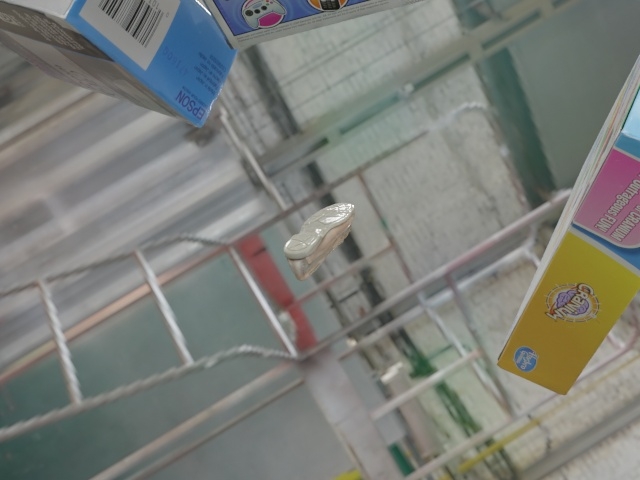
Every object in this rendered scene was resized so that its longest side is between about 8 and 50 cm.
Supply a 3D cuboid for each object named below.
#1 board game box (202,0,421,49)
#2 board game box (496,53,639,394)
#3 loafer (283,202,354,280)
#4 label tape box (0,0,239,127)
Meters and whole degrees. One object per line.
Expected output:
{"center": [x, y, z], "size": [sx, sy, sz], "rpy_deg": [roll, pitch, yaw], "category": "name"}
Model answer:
{"center": [0.015, -0.303, 0.820], "size": [0.302, 0.308, 0.086], "rpy_deg": [59, 27, -47], "category": "board game box"}
{"center": [0.239, -0.055, 0.864], "size": [0.064, 0.242, 0.316], "rpy_deg": [25, -31, 9], "category": "board game box"}
{"center": [0.000, 0.000, 1.239], "size": [0.045, 0.125, 0.039], "rpy_deg": [4, -62, 30], "category": "loafer"}
{"center": [-0.293, -0.252, 1.195], "size": [0.348, 0.115, 0.249], "rpy_deg": [18, -9, 29], "category": "label tape box"}
